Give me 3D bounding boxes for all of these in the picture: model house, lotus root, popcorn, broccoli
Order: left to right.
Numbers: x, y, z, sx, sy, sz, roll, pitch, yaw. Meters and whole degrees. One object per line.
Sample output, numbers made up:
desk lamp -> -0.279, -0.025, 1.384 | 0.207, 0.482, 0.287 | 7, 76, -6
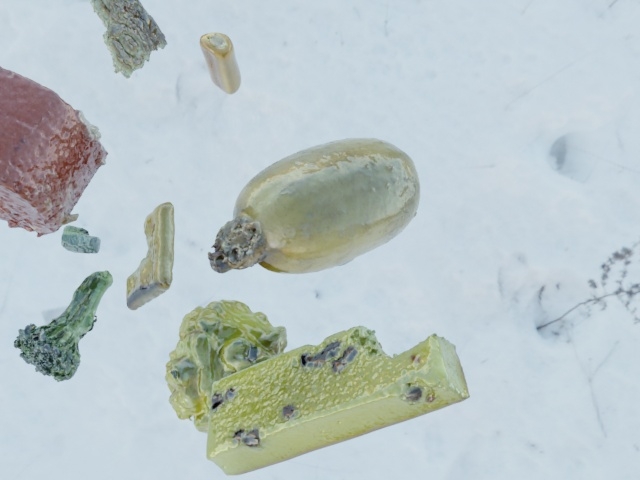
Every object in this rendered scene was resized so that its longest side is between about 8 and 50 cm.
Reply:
broccoli -> -0.596, 0.187, 1.633 | 0.164, 0.146, 0.304 | 25, 47, -1
model house -> -0.574, -0.001, 1.654 | 0.083, 0.079, 0.066 | 6, 79, 13
popcorn -> -0.143, 0.199, 1.082 | 0.189, 0.169, 0.218 | 8, 65, 3
lotus root -> -0.005, -0.045, 0.938 | 0.342, 0.152, 0.169 | -22, 67, -33

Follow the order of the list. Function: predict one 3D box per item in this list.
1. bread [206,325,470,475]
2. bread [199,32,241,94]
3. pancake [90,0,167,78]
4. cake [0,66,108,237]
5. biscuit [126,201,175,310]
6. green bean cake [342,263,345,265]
bread -> 0.006, 0.124, 0.563 | 0.049, 0.226, 0.088 | 50, 25, -35
bread -> -0.261, -0.477, 1.816 | 0.092, 0.239, 0.074 | 40, 80, 8
pancake -> -0.434, -0.458, 1.438 | 0.266, 0.057, 0.245 | 27, 55, -50
cake -> -0.391, -0.123, 0.778 | 0.282, 0.177, 0.151 | 28, 65, -6
biscuit -> -0.330, 0.031, 1.317 | 0.038, 0.174, 0.184 | 12, 66, -34
green bean cake -> 0.000, 0.000, 1.794 | 0.222, 0.227, 0.125 | -4, 75, -21
